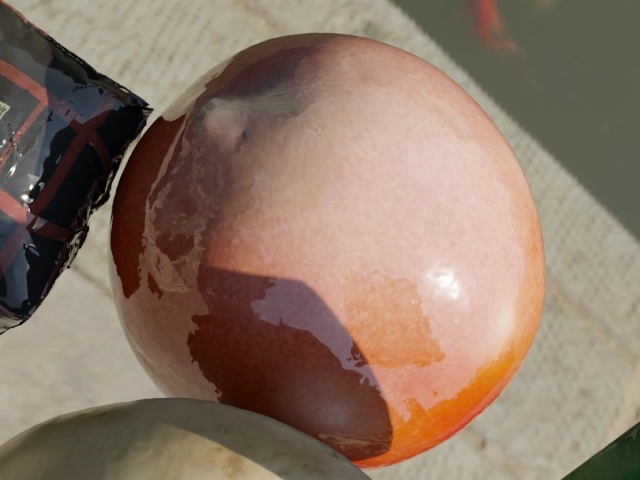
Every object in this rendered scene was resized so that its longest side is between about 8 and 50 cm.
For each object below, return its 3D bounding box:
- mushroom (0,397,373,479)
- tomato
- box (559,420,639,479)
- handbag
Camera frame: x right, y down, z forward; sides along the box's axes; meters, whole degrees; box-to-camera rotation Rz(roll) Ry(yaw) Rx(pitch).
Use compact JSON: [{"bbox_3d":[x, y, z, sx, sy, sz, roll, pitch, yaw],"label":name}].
[{"bbox_3d":[-0.087,0.263,1.100,0.362,0.362,0.294,64,20,-15],"label":"mushroom"},{"bbox_3d":[0.000,0.000,1.218,0.321,0.321,0.321,2,87,-34],"label":"tomato"},{"bbox_3d":[0.199,0.169,0.950,0.135,0.199,0.081,1,63,-24],"label":"box"},{"bbox_3d":[-0.238,-0.053,1.222,0.169,0.155,0.215,34,70,-15],"label":"handbag"}]
